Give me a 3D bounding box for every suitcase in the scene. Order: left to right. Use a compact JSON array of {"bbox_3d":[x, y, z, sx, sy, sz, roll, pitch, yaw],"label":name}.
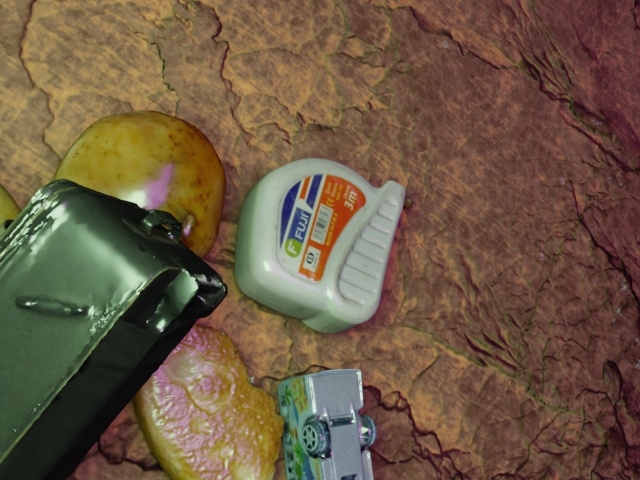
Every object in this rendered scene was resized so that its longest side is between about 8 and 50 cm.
[{"bbox_3d":[-0.296,0.137,0.819,0.194,0.283,0.434,41,91,8],"label":"suitcase"}]

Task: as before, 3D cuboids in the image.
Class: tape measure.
[{"bbox_3d":[0.000,0.000,1.239,0.265,0.130,0.258,25,64,-17],"label":"tape measure"}]

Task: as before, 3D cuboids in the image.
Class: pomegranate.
[{"bbox_3d":[-0.244,-0.055,1.052,0.248,0.248,0.248,8,74,-29],"label":"pomegranate"}]

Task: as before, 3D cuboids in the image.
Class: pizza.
[{"bbox_3d":[-0.158,0.244,1.114,0.182,0.074,0.365,-34,95,-30],"label":"pizza"}]

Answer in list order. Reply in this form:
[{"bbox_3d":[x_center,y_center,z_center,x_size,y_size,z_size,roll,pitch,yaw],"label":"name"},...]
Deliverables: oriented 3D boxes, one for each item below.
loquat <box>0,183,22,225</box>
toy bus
[{"bbox_3d":[-0.453,0.010,0.916,0.244,0.244,0.243,8,74,-29],"label":"loquat"},{"bbox_3d":[0.013,0.357,1.148,0.109,0.136,0.329,1,77,-35],"label":"toy bus"}]
